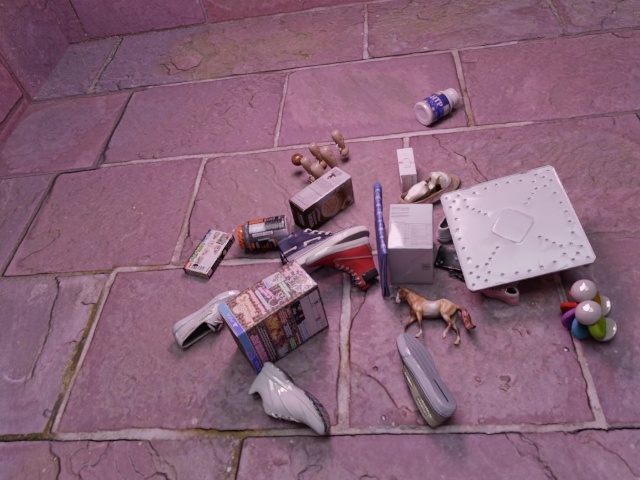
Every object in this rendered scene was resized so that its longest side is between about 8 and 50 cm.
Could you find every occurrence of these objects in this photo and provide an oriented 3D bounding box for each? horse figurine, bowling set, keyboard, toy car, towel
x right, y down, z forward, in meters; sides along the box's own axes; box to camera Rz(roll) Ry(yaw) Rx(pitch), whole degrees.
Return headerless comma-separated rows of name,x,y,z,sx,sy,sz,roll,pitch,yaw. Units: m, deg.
horse figurine,0.364,0.241,1.728,0.263,0.066,0.175,2,55,17
bowling set,-0.007,-0.325,2.285,0.199,0.154,0.287,1,48,38
keyboard,0.482,0.082,1.854,0.180,0.023,0.108,11,73,30
toy car,0.791,0.218,1.619,0.136,0.159,0.182,-28,38,36
towel,0.215,-0.008,1.862,0.040,0.243,0.336,-4,49,4

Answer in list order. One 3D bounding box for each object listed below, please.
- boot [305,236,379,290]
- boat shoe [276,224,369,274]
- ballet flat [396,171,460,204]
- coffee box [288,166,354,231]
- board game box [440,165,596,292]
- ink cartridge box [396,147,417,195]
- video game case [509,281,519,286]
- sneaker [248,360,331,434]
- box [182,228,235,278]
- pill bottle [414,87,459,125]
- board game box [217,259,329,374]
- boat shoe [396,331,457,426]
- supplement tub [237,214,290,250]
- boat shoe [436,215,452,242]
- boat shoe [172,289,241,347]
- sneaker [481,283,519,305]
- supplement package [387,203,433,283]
boot,0.079,0.100,1.851,0.244,0.088,0.176,-15,85,-18
boat shoe,0.000,0.000,1.975,0.340,0.127,0.158,-26,56,-11
ballet flat,0.422,-0.199,2.078,0.316,0.106,0.107,-35,51,-19
coffee box,0.008,-0.157,2.109,0.246,0.141,0.098,-37,52,-19
board game box,0.634,-0.038,1.783,0.389,0.050,0.390,-15,56,10
ink cartridge box,0.345,-0.260,2.144,0.067,0.115,0.198,-5,49,7
video game case,0.610,0.018,1.836,0.227,0.026,0.206,29,88,32
sneaker,-0.090,0.487,1.599,0.297,0.111,0.129,30,76,37
box,-0.430,0.050,2.088,0.114,0.036,0.207,12,53,22
pill bottle,0.524,-0.605,2.416,0.186,0.112,0.112,-32,50,-17
board game box,-0.143,0.244,1.721,0.291,0.232,0.141,-31,49,-16
boat shoe,0.287,0.400,1.579,0.109,0.094,0.302,20,28,-31
supplement tub,-0.214,-0.026,2.056,0.190,0.117,0.117,-10,48,4
boat shoe,0.506,-0.085,1.979,0.083,0.076,0.226,25,58,30
boat shoe,-0.376,0.271,1.842,0.267,0.096,0.088,-29,53,-12
sneaker,0.583,0.158,1.750,0.134,0.070,0.051,25,61,31
supplement package,0.313,0.012,1.854,0.149,0.194,0.203,0,49,11
